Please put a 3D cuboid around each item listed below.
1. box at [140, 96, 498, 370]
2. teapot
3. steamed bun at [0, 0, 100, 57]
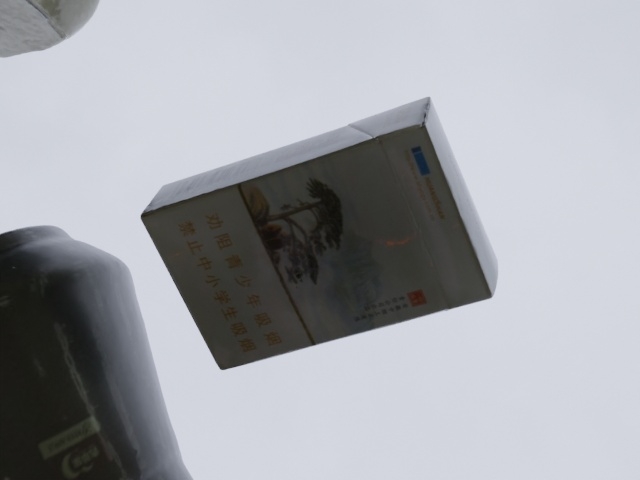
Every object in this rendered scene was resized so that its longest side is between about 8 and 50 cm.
[{"bbox_3d":[0.001,0.000,0.800,0.233,0.067,0.149,-16,-65,19],"label":"box"},{"bbox_3d":[-0.271,0.216,0.912,0.376,0.305,0.362,-31,-98,-17],"label":"teapot"},{"bbox_3d":[-0.314,-0.299,0.976,0.146,0.241,0.164,-1,-119,33],"label":"steamed bun"}]
